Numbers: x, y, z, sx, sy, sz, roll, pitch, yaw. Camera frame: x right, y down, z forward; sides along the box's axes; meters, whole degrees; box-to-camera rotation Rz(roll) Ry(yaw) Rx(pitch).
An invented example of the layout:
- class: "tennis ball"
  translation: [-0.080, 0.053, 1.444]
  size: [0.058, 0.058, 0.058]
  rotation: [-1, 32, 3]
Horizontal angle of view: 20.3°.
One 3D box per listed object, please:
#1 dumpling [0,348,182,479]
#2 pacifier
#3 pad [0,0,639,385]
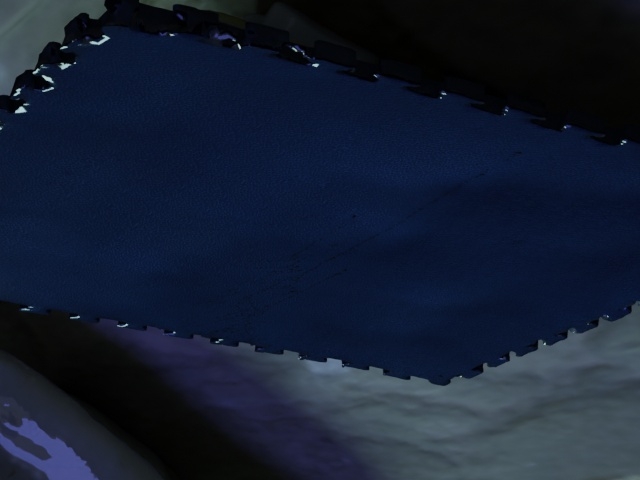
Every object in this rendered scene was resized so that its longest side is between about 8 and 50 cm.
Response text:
- class: "dumpling"
  translation: [-0.136, 0.194, 0.956]
  size: [0.243, 0.187, 0.318]
  rotation: [22, 148, 16]
- class: "pacifier"
  translation: [-0.013, -0.043, 0.603]
  size: [0.083, 0.064, 0.068]
  rotation: [30, 168, -4]
- class: "pad"
  translation: [0.000, 0.000, 0.608]
  size: [0.269, 0.012, 0.270]
  rotation: [13, 159, -27]
